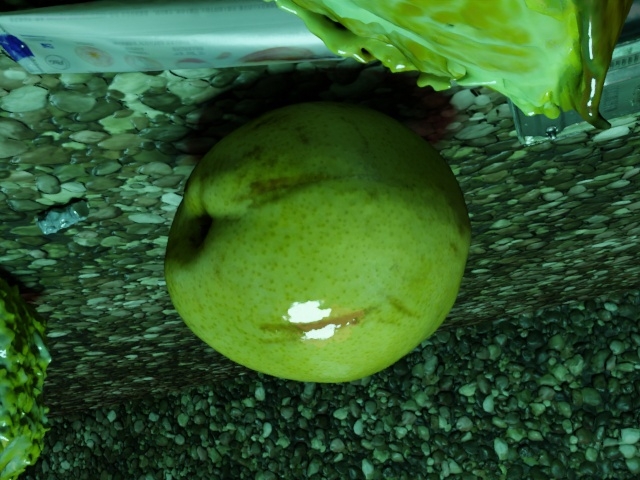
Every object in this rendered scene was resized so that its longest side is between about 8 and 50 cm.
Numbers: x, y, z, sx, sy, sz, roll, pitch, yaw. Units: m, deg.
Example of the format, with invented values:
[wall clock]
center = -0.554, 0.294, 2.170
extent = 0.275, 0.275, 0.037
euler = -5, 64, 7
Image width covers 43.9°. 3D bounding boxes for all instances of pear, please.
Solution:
[pear]
center = 0.000, 0.000, 0.838
extent = 0.314, 0.315, 0.314
euler = -7, 163, -2

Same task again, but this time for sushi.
[sushi]
center = -0.612, 0.235, 1.172
extent = 0.396, 0.352, 0.240
euler = -8, 163, -8

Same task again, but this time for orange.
[orange]
center = 0.030, -0.170, 0.399
extent = 0.262, 0.196, 0.334
euler = 11, -167, 22

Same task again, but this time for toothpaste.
[toothpaste]
center = -0.095, -0.167, 0.633
extent = 0.323, 0.066, 0.100
euler = -4, 168, 3

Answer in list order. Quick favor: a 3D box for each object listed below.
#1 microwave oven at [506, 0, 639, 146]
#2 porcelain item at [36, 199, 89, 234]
[microwave oven]
center = 0.249, -0.173, 0.654
extent = 0.204, 0.129, 0.163
euler = -14, 163, 15
[porcelain item]
center = -0.330, -0.028, 1.011
extent = 0.083, 0.028, 0.036
euler = -19, 162, 35
